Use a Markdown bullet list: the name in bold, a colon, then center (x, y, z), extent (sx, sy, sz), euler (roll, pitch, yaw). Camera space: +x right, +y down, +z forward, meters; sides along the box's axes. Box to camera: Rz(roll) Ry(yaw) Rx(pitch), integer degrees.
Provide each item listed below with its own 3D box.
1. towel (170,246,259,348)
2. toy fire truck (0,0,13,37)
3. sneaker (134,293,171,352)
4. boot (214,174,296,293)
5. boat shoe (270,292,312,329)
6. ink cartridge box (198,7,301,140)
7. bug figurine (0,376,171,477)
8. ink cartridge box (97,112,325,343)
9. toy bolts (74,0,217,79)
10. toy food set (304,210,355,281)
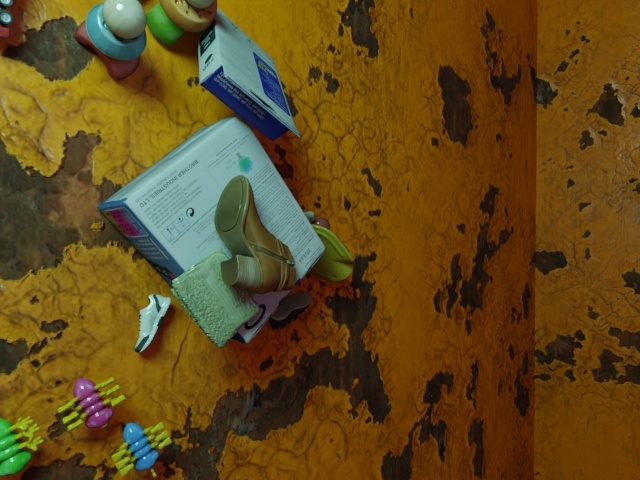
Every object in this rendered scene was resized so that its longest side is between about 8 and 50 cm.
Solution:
- **towel**: center (-0.170, 0.097, 0.684), extent (0.110, 0.027, 0.148), euler (-42, 119, -32)
- **toy fire truck**: center (-0.488, -0.328, 0.536), extent (0.135, 0.047, 0.192), euler (-14, 122, -55)
- **sneaker**: center (-0.314, 0.148, 0.746), extent (0.044, 0.040, 0.109), euler (28, 67, -22)
- **boot**: center (-0.105, -0.004, 0.720), extent (0.152, 0.073, 0.197), euler (16, 70, -53)
- **boat shoe**: center (-0.069, 0.164, 0.967), extent (0.133, 0.049, 0.042), euler (-28, 137, -46)
- **ink cartridge box**: center (-0.139, -0.297, 0.752), extent (0.165, 0.065, 0.333), euler (33, 27, -38)
- **bug figurine**: center (-0.395, 0.341, 0.643), extent (0.279, 0.072, 0.216), euler (-23, 100, -36)
- **ink cartridge box**: center (-0.168, 0.005, 0.798), extent (0.270, 0.151, 0.395), euler (-49, 120, -30)
- **toy bolts**: center (-0.298, -0.399, 0.660), extent (0.218, 0.158, 0.228), euler (44, 65, -29)
- **toy food set**: center (0.000, 0.000, 0.985), extent (0.218, 0.128, 0.071), euler (52, 37, -25)
